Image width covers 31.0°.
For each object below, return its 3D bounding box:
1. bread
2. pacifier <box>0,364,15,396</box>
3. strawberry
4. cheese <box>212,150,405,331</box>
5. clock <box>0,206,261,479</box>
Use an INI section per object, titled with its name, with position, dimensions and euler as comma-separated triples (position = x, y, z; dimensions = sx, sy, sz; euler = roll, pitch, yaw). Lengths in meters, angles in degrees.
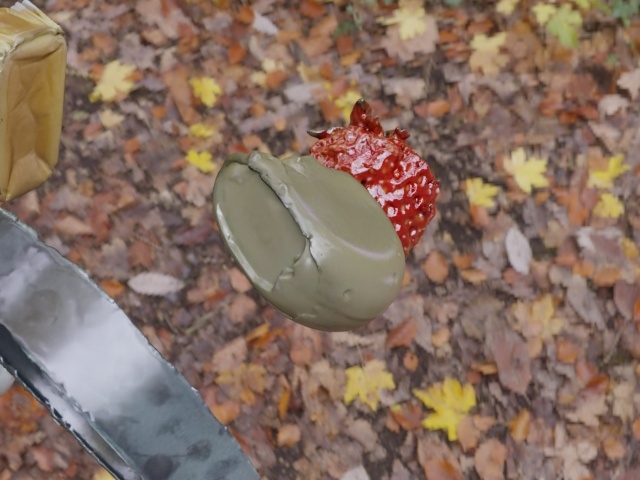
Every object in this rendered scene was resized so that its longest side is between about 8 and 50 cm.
[bread]
position = -0.405, -0.177, 1.477
dimensions = 0.107, 0.241, 0.136
euler = 26, 38, 19
[pacifier]
position = -0.464, 0.247, 1.379
dimensions = 0.220, 0.332, 0.273
euler = -12, 64, -5
[strawberry]
position = 0.034, -0.023, 1.257
dimensions = 0.228, 0.174, 0.098
euler = -58, 18, -11
[cheese]
position = 0.000, 0.000, 1.026
dimensions = 0.091, 0.202, 0.175
euler = -42, 74, 21
[clock]
position = -0.167, 0.100, 0.827
dimensions = 0.312, 0.312, 0.061
euler = 34, 69, 30
